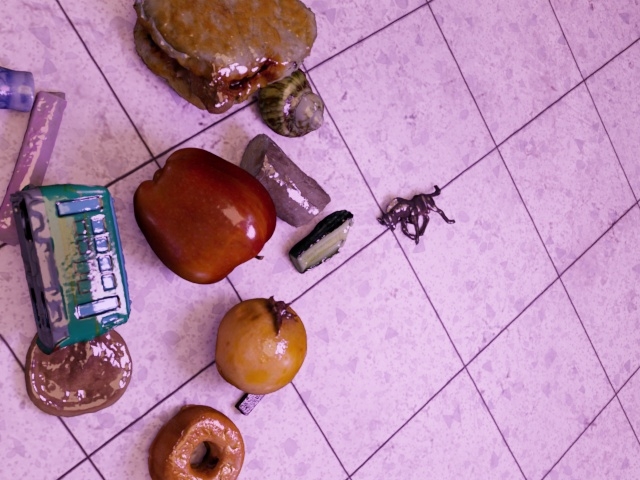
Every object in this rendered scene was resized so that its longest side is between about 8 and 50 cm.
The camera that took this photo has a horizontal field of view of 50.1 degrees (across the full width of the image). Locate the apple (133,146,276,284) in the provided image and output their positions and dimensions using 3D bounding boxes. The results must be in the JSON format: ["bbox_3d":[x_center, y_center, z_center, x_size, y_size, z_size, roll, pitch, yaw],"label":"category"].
[{"bbox_3d":[-0.264,-0.051,1.571,0.317,0.288,0.288,42,69,-10],"label":"apple"}]

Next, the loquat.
[{"bbox_3d":[-0.140,0.246,1.646,0.244,0.244,0.243,2,87,-29],"label":"loquat"}]

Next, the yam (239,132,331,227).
[{"bbox_3d":[-0.098,-0.140,1.740,0.254,0.154,0.154,45,68,-24],"label":"yam"}]

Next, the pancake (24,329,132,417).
[{"bbox_3d":[-0.538,0.284,1.523,0.242,0.050,0.241,2,86,-28],"label":"pancake"}]

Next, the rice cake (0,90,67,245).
[{"bbox_3d":[-0.629,-0.167,1.493,0.073,0.056,0.364,20,78,-29],"label":"rice cake"}]

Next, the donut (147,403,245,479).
[{"bbox_3d":[-0.288,0.503,1.617,0.227,0.114,0.226,2,86,-31],"label":"donut"}]

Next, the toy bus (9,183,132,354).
[{"bbox_3d":[-0.515,0.046,1.429,0.200,0.184,0.343,-12,98,-33],"label":"toy bus"}]

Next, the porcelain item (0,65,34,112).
[{"bbox_3d":[-0.730,-0.323,1.405,0.259,0.141,0.141,4,86,-38],"label":"porcelain item"}]

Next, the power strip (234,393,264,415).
[{"bbox_3d":[-0.168,0.392,1.737,0.111,0.029,0.038,-47,109,-25],"label":"power strip"}]

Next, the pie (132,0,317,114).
[{"bbox_3d":[-0.231,-0.523,1.662,0.395,0.180,0.418,47,64,-1],"label":"pie"}]

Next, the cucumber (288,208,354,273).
[{"bbox_3d":[0.000,0.000,1.824,0.086,0.115,0.193,39,68,25],"label":"cucumber"}]

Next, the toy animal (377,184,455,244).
[{"bbox_3d":[0.281,-0.079,1.984,0.233,0.084,0.148,-29,100,-24],"label":"toy animal"}]

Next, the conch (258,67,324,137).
[{"bbox_3d":[-0.072,-0.350,1.758,0.182,0.187,0.124,12,37,5],"label":"conch"}]
